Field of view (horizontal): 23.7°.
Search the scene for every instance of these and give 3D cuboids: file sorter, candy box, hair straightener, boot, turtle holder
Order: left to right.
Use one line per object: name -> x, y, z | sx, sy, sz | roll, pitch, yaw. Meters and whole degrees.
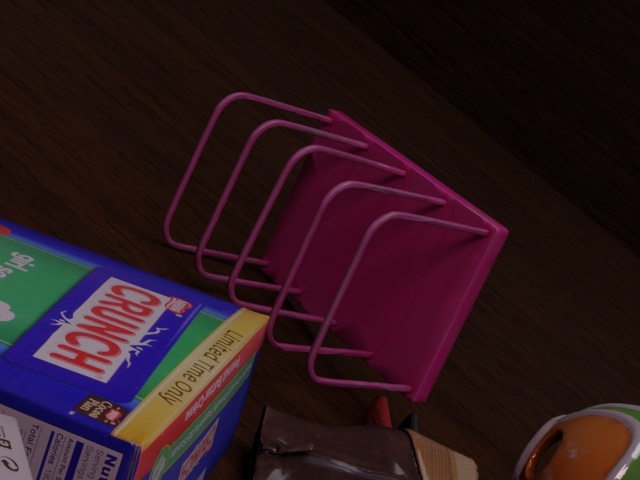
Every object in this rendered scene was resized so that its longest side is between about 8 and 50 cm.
candy box -> -0.226, 0.082, 1.010 | 0.317, 0.122, 0.268 | 21, 17, 8
file sorter -> 0.000, 0.000, 1.556 | 0.182, 0.202, 0.290 | 10, 21, -43
boot -> 0.034, 0.256, 1.285 | 0.207, 0.090, 0.248 | 14, 41, -10
hair straightener -> 0.093, 0.237, 1.455 | 0.089, 0.047, 0.230 | 30, 20, -20
turtle holder -> 0.330, 0.277, 1.495 | 0.320, 0.243, 0.227 | 4, 19, -44

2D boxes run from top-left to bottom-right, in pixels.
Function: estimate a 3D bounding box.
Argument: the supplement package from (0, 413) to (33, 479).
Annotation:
supplement package -> -0.298, 0.162, 0.725 | 0.293, 0.177, 0.175 | 23, 23, -34
